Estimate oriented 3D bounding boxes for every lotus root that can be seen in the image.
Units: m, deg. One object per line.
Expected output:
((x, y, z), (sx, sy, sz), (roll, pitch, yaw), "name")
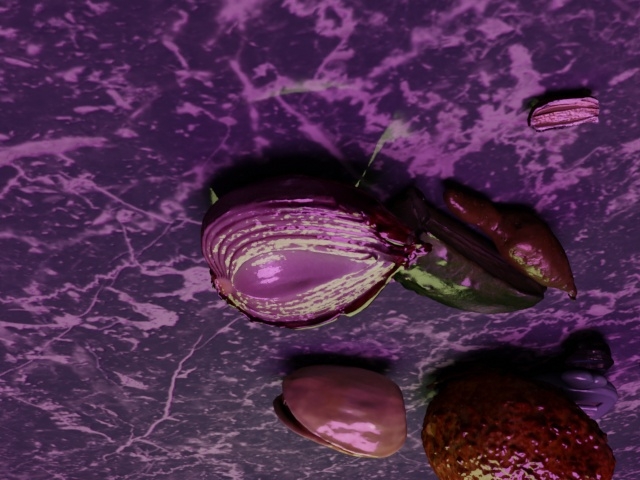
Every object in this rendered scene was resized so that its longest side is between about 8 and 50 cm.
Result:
((0.280, -0.151, 1.060), (0.083, 0.030, 0.037), (-9, 113, 0), "lotus root")

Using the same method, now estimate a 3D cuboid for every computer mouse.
((0.455, 0.193, 1.544), (0.079, 0.047, 0.135), (1, 161, 17), "computer mouse")

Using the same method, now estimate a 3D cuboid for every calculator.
((0.435, 0.294, 1.669), (0.184, 0.042, 0.295), (6, 149, -6), "calculator")

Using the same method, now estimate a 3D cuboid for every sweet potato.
((0.261, -0.009, 1.224), (0.269, 0.074, 0.075), (33, 130, -26), "sweet potato")

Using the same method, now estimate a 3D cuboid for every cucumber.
((0.194, 0.047, 1.266), (0.325, 0.105, 0.145), (25, 134, -39), "cucumber")

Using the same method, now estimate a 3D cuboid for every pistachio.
((0.035, 0.284, 1.526), (0.230, 0.157, 0.157), (17, 140, -10), "pistachio")

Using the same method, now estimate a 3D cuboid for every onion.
((0.000, 0.000, 1.142), (0.284, 0.120, 0.227), (-6, 136, 14), "onion")

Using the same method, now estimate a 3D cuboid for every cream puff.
((0.330, 0.374, 1.563), (0.351, 0.228, 0.350), (16, 148, 10), "cream puff")
